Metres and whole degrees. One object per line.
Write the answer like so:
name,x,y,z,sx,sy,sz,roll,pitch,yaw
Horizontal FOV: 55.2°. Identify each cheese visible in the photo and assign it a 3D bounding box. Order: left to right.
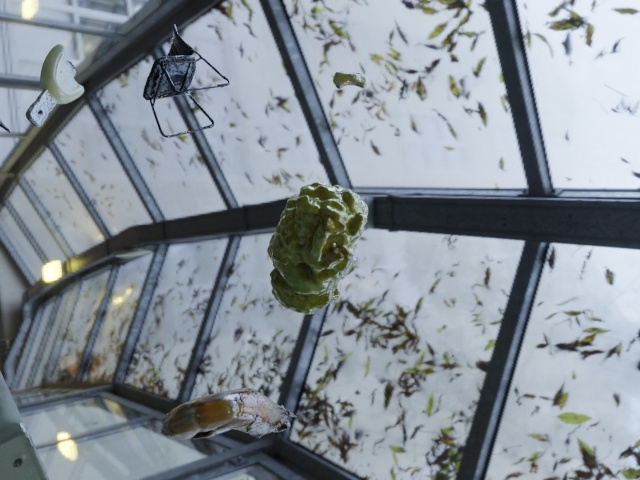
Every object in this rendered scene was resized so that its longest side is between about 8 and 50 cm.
cheese,-0.663,-0.371,1.517,0.049,0.127,0.235,-7,-134,20
cheese,0.071,-0.377,1.449,0.030,0.083,0.044,125,-37,-60

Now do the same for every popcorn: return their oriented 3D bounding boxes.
popcorn,0.000,0.000,1.214,0.173,0.225,0.286,25,-37,8

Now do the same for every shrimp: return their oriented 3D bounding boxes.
shrimp,-0.131,0.271,0.914,0.152,0.287,0.063,-24,-115,9

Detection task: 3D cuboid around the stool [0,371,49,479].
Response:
stool,-0.372,0.291,0.647,0.243,0.170,0.270,18,-53,53

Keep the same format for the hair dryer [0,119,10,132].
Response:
hair dryer,-0.681,-0.264,1.214,0.071,0.150,0.047,1,-128,55

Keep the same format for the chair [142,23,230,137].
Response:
chair,-0.332,-0.368,1.381,0.221,0.145,0.140,53,-43,17
